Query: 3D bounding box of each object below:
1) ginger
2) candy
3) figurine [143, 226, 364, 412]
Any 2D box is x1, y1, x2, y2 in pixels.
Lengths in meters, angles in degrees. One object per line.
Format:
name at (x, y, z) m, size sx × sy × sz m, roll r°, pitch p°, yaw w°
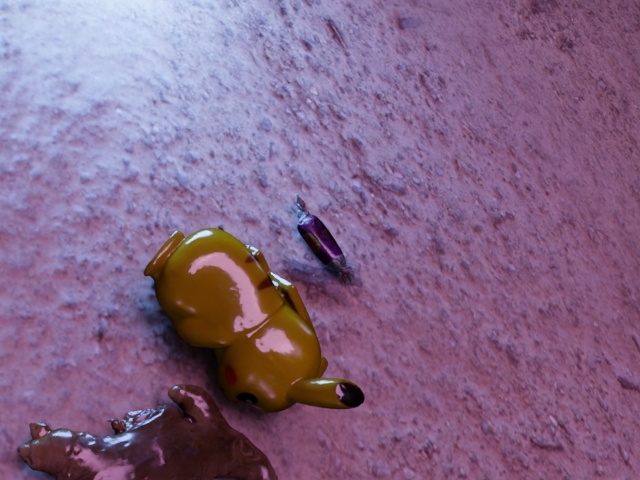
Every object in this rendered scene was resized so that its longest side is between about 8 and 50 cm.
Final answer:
ginger at (-0.204, 0.265, 1.121) m, size 0.333 × 0.080 × 0.166 m, roll -3°, pitch 73°, yaw -33°
candy at (0.000, 0.000, 1.486) m, size 0.043 × 0.045 × 0.175 m, roll -30°, pitch 78°, yaw -31°
figurine at (-0.099, 0.120, 1.250) m, size 0.169 × 0.218 × 0.326 m, roll -37°, pitch 91°, yaw -5°
